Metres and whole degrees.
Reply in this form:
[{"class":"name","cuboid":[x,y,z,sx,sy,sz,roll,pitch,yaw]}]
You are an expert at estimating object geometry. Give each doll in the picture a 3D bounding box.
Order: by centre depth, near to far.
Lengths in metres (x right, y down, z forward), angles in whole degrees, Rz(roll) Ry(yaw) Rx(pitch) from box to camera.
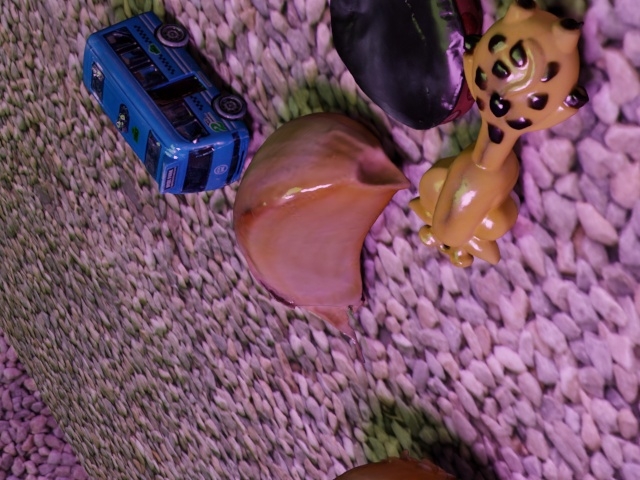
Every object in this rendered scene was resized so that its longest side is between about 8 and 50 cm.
[{"class":"doll","cuboid":[0.156,-0.087,0.957,0.117,0.086,0.291,37,139,20]}]

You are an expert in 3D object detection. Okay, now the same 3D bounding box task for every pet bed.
[{"class":"pet bed","cuboid":[0.078,-0.204,1.024,0.201,0.053,0.201,36,140,38]}]

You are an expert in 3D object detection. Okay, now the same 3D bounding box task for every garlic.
[{"class":"garlic","cuboid":[-0.012,0.000,1.241,0.196,0.151,0.338,35,142,21]}]

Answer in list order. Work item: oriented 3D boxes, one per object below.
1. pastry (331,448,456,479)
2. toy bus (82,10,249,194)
[{"class":"pastry","cuboid":[0.134,0.380,1.239,0.316,0.184,0.284,43,152,18]},{"class":"toy bus","cuboid":[-0.203,-0.175,1.399,0.246,0.134,0.113,52,147,22]}]
